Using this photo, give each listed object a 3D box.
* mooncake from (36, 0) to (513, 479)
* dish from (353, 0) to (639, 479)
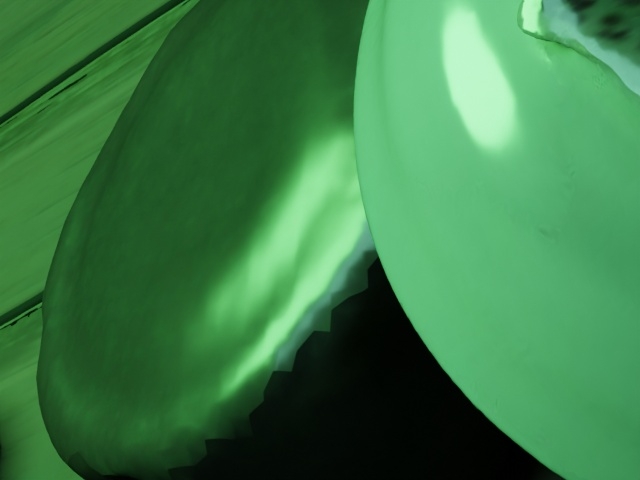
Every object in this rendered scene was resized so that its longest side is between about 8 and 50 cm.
[{"bbox_3d":[0.000,0.000,0.648,0.245,0.133,0.245,-31,42,33],"label":"mooncake"},{"bbox_3d":[0.144,-0.075,0.447,0.316,0.106,0.316,-8,63,16],"label":"dish"}]
